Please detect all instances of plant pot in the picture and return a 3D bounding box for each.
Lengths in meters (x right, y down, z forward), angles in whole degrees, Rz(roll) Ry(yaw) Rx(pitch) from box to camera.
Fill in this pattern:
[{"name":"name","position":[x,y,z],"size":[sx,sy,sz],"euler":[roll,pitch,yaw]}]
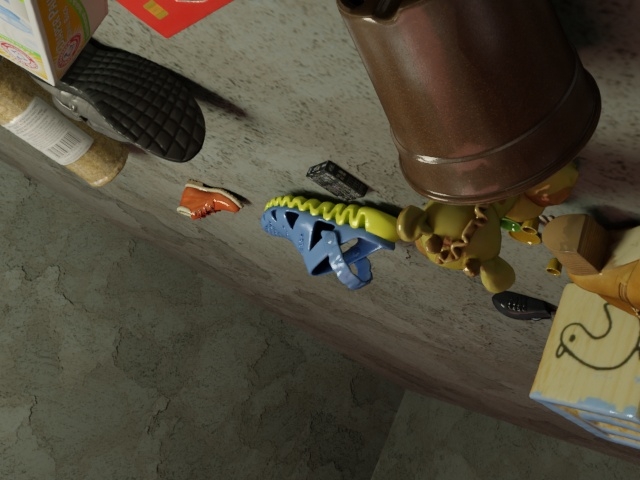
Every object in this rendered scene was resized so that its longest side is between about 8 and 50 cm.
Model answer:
[{"name":"plant pot","position":[0.102,-0.141,0.434],"size":[0.167,0.167,0.165],"euler":[10,151,43]}]

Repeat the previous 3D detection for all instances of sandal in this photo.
[{"name":"sandal","position":[0.000,0.000,1.049],"size":[0.317,0.138,0.126],"euler":[12,173,46]}]

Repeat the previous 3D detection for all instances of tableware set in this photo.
[{"name":"tableware set","position":[0.316,0.009,0.825],"size":[0.104,0.024,0.154],"euler":[8,158,47]}]

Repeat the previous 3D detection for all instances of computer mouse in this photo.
[{"name":"computer mouse","position":[0.430,0.145,1.064],"size":[0.242,0.041,0.071],"euler":[15,161,31]}]

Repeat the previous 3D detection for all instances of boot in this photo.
[{"name":"boot","position":[0.422,0.041,0.660],"size":[0.211,0.104,0.295],"euler":[29,170,-33]},{"name":"boot","position":[-0.245,-0.075,1.294],"size":[0.158,0.084,0.059],"euler":[16,160,26]},{"name":"boot","position":[-0.313,-0.211,0.944],"size":[0.338,0.118,0.222],"euler":[35,168,6]}]

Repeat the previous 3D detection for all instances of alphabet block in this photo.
[{"name":"alphabet block","position":[0.467,0.190,0.864],"size":[0.193,0.197,0.192],"euler":[32,162,-23]}]

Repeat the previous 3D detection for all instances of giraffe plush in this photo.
[{"name":"giraffe plush","position":[0.165,-0.037,0.629],"size":[0.182,0.170,0.210],"euler":[20,164,19]}]

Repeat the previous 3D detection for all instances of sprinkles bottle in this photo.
[{"name":"sprinkles bottle","position":[-0.542,-0.242,1.128],"size":[0.121,0.121,0.355],"euler":[12,160,39]}]

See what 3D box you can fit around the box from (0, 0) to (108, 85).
[{"name":"box","position":[-0.261,-0.240,0.501],"size":[0.114,0.103,0.203],"euler":[31,163,-12]}]

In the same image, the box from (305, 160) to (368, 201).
[{"name":"box","position":[0.026,-0.094,0.939],"size":[0.083,0.018,0.067],"euler":[31,163,-21]}]

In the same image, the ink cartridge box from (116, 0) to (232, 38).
[{"name":"ink cartridge box","position":[-0.212,-0.294,0.565],"size":[0.261,0.066,0.296],"euler":[37,161,-32]}]
